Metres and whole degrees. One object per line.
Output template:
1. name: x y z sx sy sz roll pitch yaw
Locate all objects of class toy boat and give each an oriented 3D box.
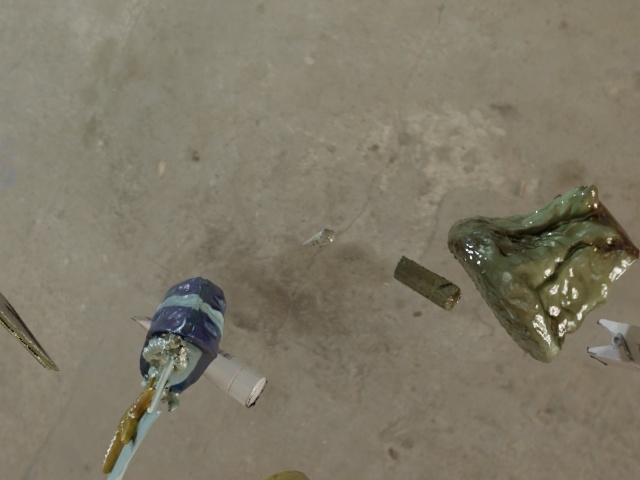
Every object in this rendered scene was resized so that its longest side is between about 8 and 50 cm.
1. toy boat: -0.156 0.182 0.497 0.220 0.067 0.291 131 157 -58

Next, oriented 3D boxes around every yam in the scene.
1. yam: 0.201 0.081 1.082 0.132 0.054 0.054 32 102 25

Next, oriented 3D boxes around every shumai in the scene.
1. shumai: 0.479 0.039 1.207 0.323 0.397 0.324 -33 100 10

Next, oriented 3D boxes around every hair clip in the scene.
1. hair clip: 0.727 0.249 1.300 0.085 0.331 0.101 34 86 0

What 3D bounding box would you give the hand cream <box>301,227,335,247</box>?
1. hand cream: 0.000 0.000 1.472 0.143 0.061 0.039 148 127 -68

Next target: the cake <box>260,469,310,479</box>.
1. cake: -0.051 0.775 1.366 0.321 0.332 0.332 27 100 43

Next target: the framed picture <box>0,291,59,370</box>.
1. framed picture: -0.517 0.078 0.882 0.016 0.216 0.273 -41 45 -22

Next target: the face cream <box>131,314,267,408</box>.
1. face cream: -0.203 0.191 0.957 0.243 0.092 0.058 30 87 14
